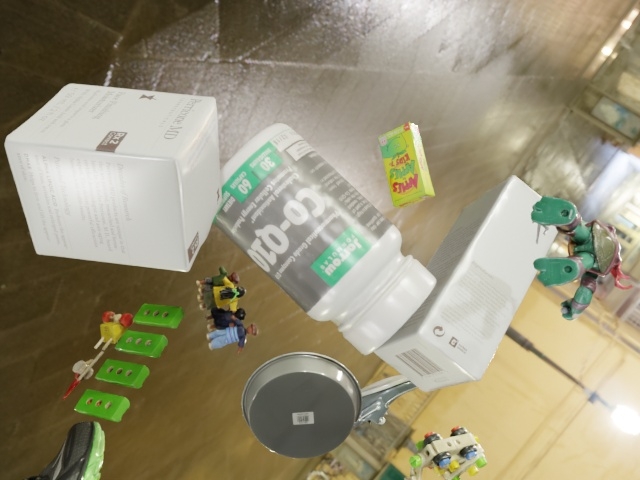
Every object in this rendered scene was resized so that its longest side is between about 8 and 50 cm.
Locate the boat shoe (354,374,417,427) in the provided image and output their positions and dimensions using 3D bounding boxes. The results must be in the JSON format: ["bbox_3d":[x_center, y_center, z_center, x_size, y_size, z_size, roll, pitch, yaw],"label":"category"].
[{"bbox_3d":[0.124,0.441,1.694,0.320,0.099,0.116,-22,173,-8],"label":"boat shoe"}]

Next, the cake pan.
[{"bbox_3d":[-0.044,0.405,1.539,0.293,0.293,0.054,-57,-166,18],"label":"cake pan"}]

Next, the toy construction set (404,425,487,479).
[{"bbox_3d":[0.328,0.619,1.774,0.328,0.151,0.215,-14,144,-44],"label":"toy construction set"}]

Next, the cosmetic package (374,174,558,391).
[{"bbox_3d":[0.329,0.096,1.417,0.453,0.161,0.230,-54,-176,-26],"label":"cosmetic package"}]

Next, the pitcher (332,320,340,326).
[{"bbox_3d":[0.096,0.182,1.658,0.178,0.207,0.125,139,-29,-66],"label":"pitcher"}]

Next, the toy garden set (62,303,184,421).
[{"bbox_3d":[-0.392,0.235,1.258,0.049,0.204,0.244,59,45,-38],"label":"toy garden set"}]

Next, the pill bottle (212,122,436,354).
[{"bbox_3d":[0.000,0.000,1.047,0.204,0.361,0.204,-47,177,-3],"label":"pill bottle"}]

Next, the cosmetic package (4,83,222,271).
[{"bbox_3d":[-0.221,-0.074,0.736,0.151,0.184,0.151,-78,172,-53],"label":"cosmetic package"}]

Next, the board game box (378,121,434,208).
[{"bbox_3d":[0.203,-0.177,1.530,0.092,0.181,0.043,-21,163,35],"label":"board game box"}]

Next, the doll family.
[{"bbox_3d":[-0.201,0.152,1.405,0.112,0.192,0.076,-14,179,-1],"label":"doll family"}]

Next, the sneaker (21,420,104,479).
[{"bbox_3d":[-0.583,0.538,1.219,0.185,0.202,0.482,-47,-170,51],"label":"sneaker"}]

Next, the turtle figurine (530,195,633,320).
[{"bbox_3d":[0.359,0.014,0.907,0.118,0.175,0.234,-25,160,27],"label":"turtle figurine"}]
